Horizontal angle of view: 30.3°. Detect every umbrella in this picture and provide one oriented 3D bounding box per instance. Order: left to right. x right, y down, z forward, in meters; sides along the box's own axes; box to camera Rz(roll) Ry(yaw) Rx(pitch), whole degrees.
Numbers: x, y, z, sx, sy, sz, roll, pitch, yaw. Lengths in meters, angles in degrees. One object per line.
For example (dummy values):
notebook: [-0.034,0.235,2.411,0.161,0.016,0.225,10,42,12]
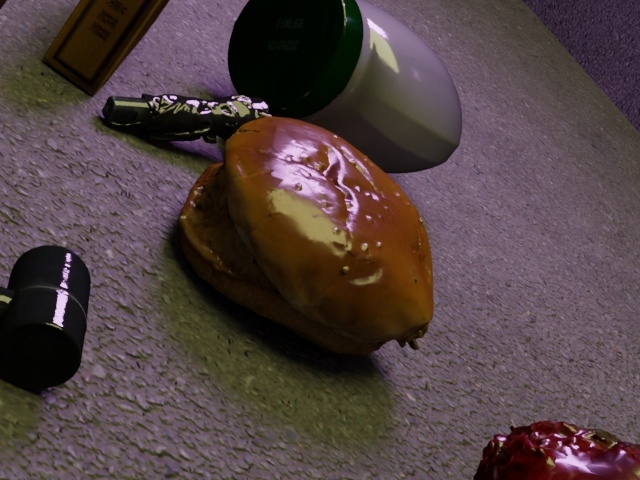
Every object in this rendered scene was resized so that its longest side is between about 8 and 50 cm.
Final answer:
umbrella: [-0.165,-0.157,1.490,0.235,0.059,0.066,1,43,-34]

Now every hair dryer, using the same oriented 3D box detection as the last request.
hair dryer: [-0.298,0.038,0.978,0.219,0.072,0.124,20,27,-20]

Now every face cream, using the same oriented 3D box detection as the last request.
face cream: [0.051,-0.241,1.771,0.357,0.219,0.312,23,21,-51]

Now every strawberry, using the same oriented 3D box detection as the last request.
strawberry: [0.269,0.300,1.172,0.274,0.221,0.274,23,-13,5]

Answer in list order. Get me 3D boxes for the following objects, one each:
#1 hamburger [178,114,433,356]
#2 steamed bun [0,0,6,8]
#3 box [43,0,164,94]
hamburger: [0.000,0.000,1.352,0.314,0.170,0.290,31,30,-22]
steamed bun: [-0.417,-0.339,1.369,0.175,0.145,0.106,52,24,16]
box: [-0.242,-0.328,1.547,0.084,0.193,0.301,34,24,-11]
